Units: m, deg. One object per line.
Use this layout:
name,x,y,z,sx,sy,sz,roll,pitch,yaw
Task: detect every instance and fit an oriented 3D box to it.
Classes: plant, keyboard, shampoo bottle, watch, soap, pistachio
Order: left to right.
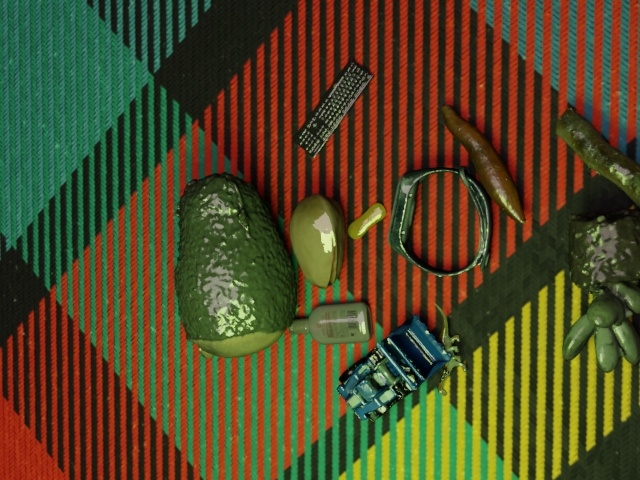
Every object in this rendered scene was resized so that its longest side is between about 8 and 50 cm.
pistachio,0.000,0.000,1.810,0.126,0.108,0.186,20,119,56
shampoo bottle,0.018,0.163,1.851,0.165,0.040,0.080,-6,92,21
keyboard,0.024,-0.255,1.842,0.063,0.010,0.198,41,106,16
soap,0.088,-0.037,1.828,0.089,0.012,0.034,-42,79,18
watch,0.227,-0.040,1.750,0.192,0.068,0.206,14,101,16
plant,0.490,0.084,1.613,0.146,0.149,0.275,3,97,21

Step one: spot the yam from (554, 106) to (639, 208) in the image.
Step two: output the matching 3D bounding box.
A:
yam,0.498,-0.130,1.622,0.061,0.061,0.253,-50,64,16

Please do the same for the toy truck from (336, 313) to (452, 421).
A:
toy truck,0.127,0.243,1.763,0.208,0.126,0.113,-44,80,22

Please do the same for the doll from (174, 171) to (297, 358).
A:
doll,-0.175,0.046,1.824,0.247,0.247,0.350,-9,93,21

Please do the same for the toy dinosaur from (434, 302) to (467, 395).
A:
toy dinosaur,0.242,0.204,1.771,0.058,0.037,0.180,-1,93,16

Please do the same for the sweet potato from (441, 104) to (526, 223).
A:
sweet potato,0.301,-0.142,1.723,0.057,0.057,0.265,-33,75,19
